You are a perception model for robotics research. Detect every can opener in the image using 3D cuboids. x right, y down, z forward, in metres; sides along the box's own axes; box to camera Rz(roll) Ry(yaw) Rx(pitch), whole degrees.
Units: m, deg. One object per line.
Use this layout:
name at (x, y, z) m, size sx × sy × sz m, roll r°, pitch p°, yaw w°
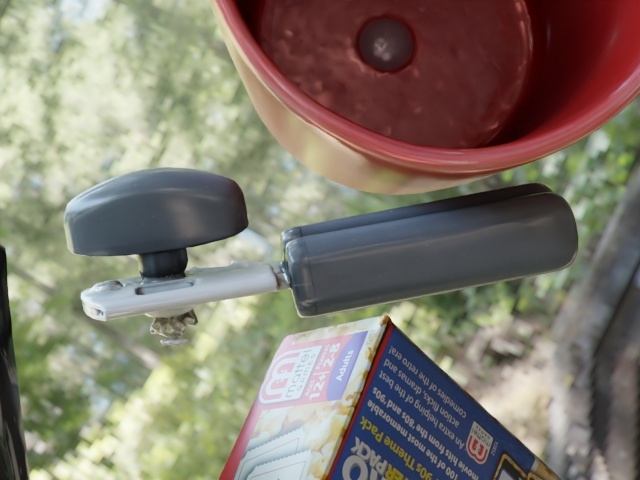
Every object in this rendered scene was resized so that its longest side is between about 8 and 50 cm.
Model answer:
can opener at (0.000, 0.000, 1.027) m, size 0.280 × 0.074 × 0.093 m, roll -6°, pitch -77°, yaw -4°

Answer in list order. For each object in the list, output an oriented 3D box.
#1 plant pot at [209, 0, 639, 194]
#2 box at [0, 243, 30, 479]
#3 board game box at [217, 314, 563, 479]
plant pot at (0.055, -0.146, 1.062) m, size 0.275 × 0.275 × 0.243 m, roll -54°, pitch -2°, yaw -13°
box at (-0.276, 0.166, 0.480) m, size 0.297 × 0.471 × 0.480 m, roll -16°, pitch -23°, yaw 9°
board game box at (0.017, 0.140, 0.467) m, size 0.147 × 0.045 × 0.193 m, roll 43°, pitch -126°, yaw -27°
